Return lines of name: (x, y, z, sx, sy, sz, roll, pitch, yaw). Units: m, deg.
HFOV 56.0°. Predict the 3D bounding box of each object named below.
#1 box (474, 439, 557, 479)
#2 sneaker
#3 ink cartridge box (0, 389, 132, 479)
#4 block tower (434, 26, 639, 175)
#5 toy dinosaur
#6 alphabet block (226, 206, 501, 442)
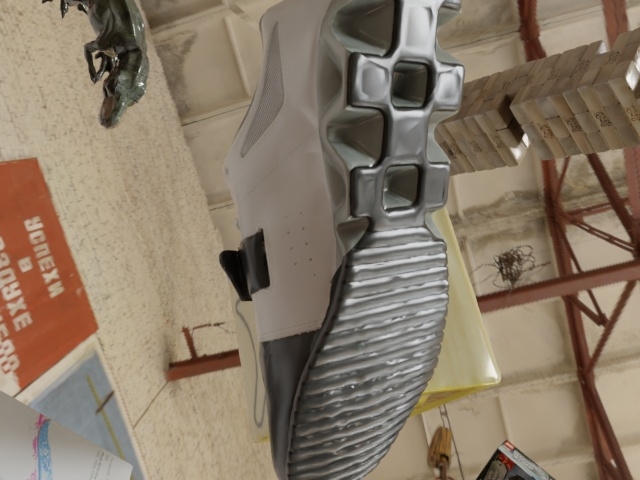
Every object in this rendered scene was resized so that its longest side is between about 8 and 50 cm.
box: (0.190, 0.284, 0.609, 0.094, 0.027, 0.137, 37, -63, 28)
sneaker: (0.000, 0.000, 0.399, 0.146, 0.122, 0.331, 16, -78, 47)
ink cartridge box: (-0.315, 0.239, 0.573, 0.154, 0.093, 0.212, -41, -64, 16)
block tower: (0.253, -0.155, 0.734, 0.091, 0.335, 0.097, 48, -118, -24)
toy dinosaur: (-0.190, -0.205, 0.513, 0.064, 0.118, 0.268, -11, -101, -32)
alphabet block: (0.030, 0.081, 0.616, 0.193, 0.192, 0.197, -1, -115, -26)
